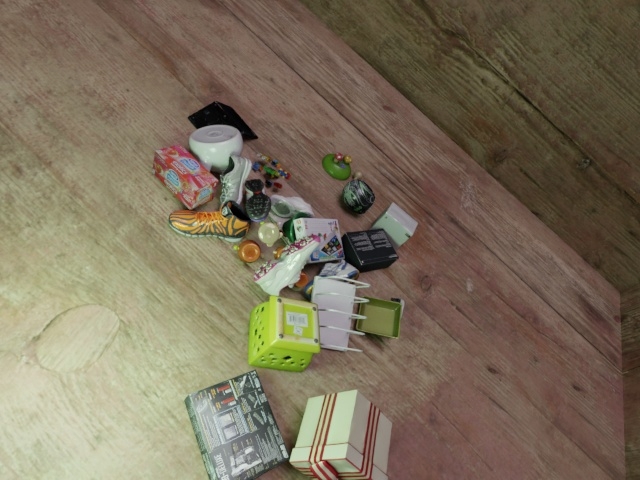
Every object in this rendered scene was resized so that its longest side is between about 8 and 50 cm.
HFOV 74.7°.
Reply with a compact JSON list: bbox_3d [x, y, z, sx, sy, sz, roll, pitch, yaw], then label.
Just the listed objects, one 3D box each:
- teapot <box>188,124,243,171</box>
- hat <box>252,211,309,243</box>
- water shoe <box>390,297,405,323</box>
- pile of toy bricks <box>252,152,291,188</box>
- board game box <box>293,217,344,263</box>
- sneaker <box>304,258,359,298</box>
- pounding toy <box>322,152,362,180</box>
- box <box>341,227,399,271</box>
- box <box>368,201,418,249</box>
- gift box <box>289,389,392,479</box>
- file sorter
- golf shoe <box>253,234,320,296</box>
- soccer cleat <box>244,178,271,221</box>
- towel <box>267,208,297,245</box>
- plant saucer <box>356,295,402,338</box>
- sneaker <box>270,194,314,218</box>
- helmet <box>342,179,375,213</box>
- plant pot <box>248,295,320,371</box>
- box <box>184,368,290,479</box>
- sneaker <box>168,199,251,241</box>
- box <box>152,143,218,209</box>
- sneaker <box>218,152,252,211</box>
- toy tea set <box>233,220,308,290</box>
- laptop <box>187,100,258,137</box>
[{"bbox_3d":[-0.463,-0.398,1.897,0.255,0.187,0.252,-19,41,-22],"label":"teapot"},{"bbox_3d":[-0.155,-0.043,1.874,0.173,0.183,0.209,-52,131,-46],"label":"hat"},{"bbox_3d":[0.335,0.356,1.944,0.080,0.073,0.203,15,46,13],"label":"water shoe"},{"bbox_3d":[-0.232,-0.338,2.072,0.212,0.118,0.105,36,14,18],"label":"pile of toy bricks"},{"bbox_3d":[0.000,0.000,1.870,0.305,0.053,0.193,-2,80,-58],"label":"board game box"},{"bbox_3d":[0.031,0.170,1.862,0.296,0.112,0.131,-15,46,-39],"label":"sneaker"},{"bbox_3d":[0.134,-0.424,2.360,0.237,0.110,0.183,43,45,3],"label":"pounding toy"},{"bbox_3d":[0.234,0.051,2.070,0.261,0.103,0.184,-6,58,-37],"label":"box"},{"bbox_3d":[0.378,-0.066,2.200,0.181,0.182,0.119,40,43,-1],"label":"box"},{"bbox_3d":[0.064,0.681,1.373,0.255,0.276,0.258,44,38,-21],"label":"gift box"},{"bbox_3d":[0.076,0.290,1.664,0.192,0.173,0.278,16,74,-24],"label":"file sorter"},{"bbox_3d":[-0.113,0.098,1.660,0.306,0.115,0.140,-36,110,-4],"label":"golf shoe"},{"bbox_3d":[-0.270,-0.152,1.806,0.108,0.117,0.318,-8,35,-11],"label":"soccer cleat"},{"bbox_3d":[-0.120,-0.066,1.961,0.187,0.049,0.282,-29,76,-43],"label":"towel"},{"bbox_3d":[0.260,0.348,1.864,0.188,0.045,0.188,11,47,6],"label":"plant saucer"},{"bbox_3d":[-0.138,-0.164,1.942,0.232,0.090,0.115,23,39,-30],"label":"sneaker"},{"bbox_3d":[0.193,-0.238,2.222,0.161,0.169,0.169,43,42,-21],"label":"helmet"},{"bbox_3d":[-0.124,0.333,1.542,0.228,0.207,0.227,14,51,-23],"label":"plant pot"},{"bbox_3d":[-0.264,0.601,1.334,0.242,0.076,0.308,-11,64,-38],"label":"box"},{"bbox_3d":[-0.431,-0.099,1.682,0.320,0.180,0.125,7,53,-30],"label":"sneaker"},{"bbox_3d":[-0.564,-0.267,1.742,0.257,0.123,0.128,43,43,13],"label":"box"},{"bbox_3d":[-0.397,-0.240,1.805,0.115,0.105,0.282,26,73,-45],"label":"sneaker"},{"bbox_3d":[-0.198,0.091,1.748,0.200,0.124,0.336,-37,101,-11],"label":"toy tea set"},{"bbox_3d":[-0.487,-0.571,2.125,0.264,0.136,0.234,-38,81,-19],"label":"laptop"}]
